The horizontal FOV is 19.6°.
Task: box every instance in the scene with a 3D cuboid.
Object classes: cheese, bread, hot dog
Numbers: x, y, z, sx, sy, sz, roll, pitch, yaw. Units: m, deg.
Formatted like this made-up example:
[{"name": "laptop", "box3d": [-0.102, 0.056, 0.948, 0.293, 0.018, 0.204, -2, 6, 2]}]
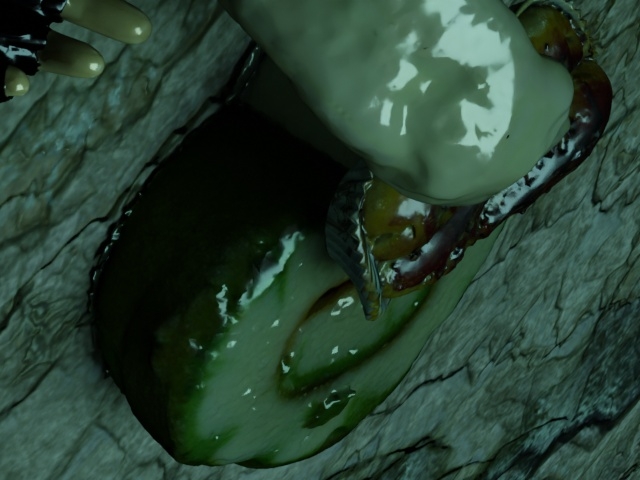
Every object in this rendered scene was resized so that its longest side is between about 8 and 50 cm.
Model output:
[{"name": "cheese", "box3d": [0.018, -0.151, 1.051, 0.115, 0.318, 0.326, -43, 169, 11]}, {"name": "bread", "box3d": [0.000, 0.000, 1.390, 0.366, 0.129, 0.382, -28, 143, -37]}, {"name": "hot dog", "box3d": [0.106, -0.058, 1.274, 0.270, 0.082, 0.163, -45, 147, -21]}]

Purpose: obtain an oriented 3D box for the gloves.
[{"name": "gloves", "box3d": [-0.180, -0.135, 0.956, 0.203, 0.124, 0.164, -5, 136, -51]}]
